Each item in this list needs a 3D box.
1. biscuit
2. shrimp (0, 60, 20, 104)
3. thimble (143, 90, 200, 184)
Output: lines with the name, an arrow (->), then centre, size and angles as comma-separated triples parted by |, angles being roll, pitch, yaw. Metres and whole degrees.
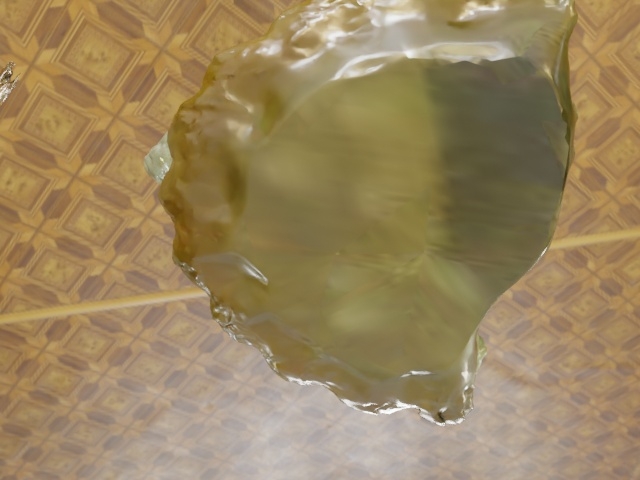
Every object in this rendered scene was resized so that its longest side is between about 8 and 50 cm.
biscuit -> 0.061, -0.013, 0.441 | 0.329, 0.078, 0.335 | -26, 104, 8
shrimp -> -0.548, -0.259, 0.982 | 0.162, 0.045, 0.095 | -26, 113, 32
thimble -> -0.239, -0.211, 1.359 | 0.195, 0.291, 0.291 | 41, 113, -16
